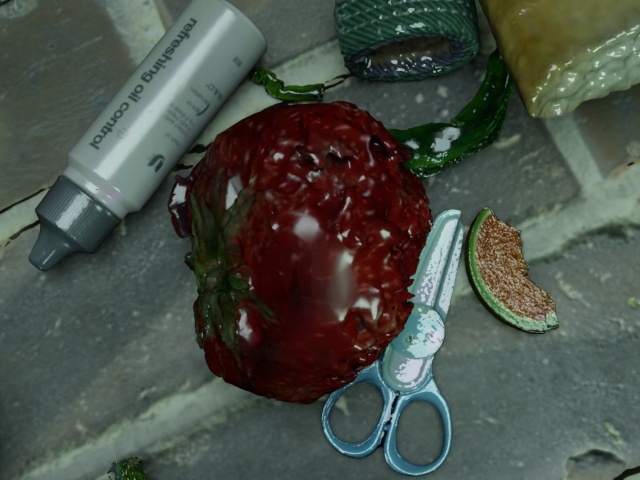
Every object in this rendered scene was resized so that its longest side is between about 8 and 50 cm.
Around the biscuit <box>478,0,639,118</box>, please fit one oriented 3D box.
[{"bbox_3d":[0.330,-0.351,1.071,0.430,0.104,0.446,-18,57,5],"label":"biscuit"}]

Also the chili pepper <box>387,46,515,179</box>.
[{"bbox_3d":[0.127,-0.112,1.125,0.182,0.050,0.073,-33,73,-7],"label":"chili pepper"}]

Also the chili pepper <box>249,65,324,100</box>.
[{"bbox_3d":[-0.037,-0.156,1.155,0.083,0.022,0.027,17,113,5],"label":"chili pepper"}]

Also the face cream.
[{"bbox_3d":[-0.178,-0.097,1.113,0.092,0.092,0.311,36,83,9],"label":"face cream"}]

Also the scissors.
[{"bbox_3d":[0.090,0.091,1.093,0.125,0.030,0.256,16,81,9],"label":"scissors"}]

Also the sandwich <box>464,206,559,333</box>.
[{"bbox_3d":[0.176,0.034,1.103,0.067,0.029,0.135,-24,77,-9],"label":"sandwich"}]

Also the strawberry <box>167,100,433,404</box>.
[{"bbox_3d":[0.000,0.000,1.028,0.221,0.274,0.274,-4,76,-32],"label":"strawberry"}]

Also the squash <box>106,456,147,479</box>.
[{"bbox_3d":[-0.155,0.288,1.052,0.052,0.052,0.183,-19,77,-2],"label":"squash"}]

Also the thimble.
[{"bbox_3d":[0.084,-0.214,1.113,0.135,0.118,0.090,-10,73,16],"label":"thimble"}]
